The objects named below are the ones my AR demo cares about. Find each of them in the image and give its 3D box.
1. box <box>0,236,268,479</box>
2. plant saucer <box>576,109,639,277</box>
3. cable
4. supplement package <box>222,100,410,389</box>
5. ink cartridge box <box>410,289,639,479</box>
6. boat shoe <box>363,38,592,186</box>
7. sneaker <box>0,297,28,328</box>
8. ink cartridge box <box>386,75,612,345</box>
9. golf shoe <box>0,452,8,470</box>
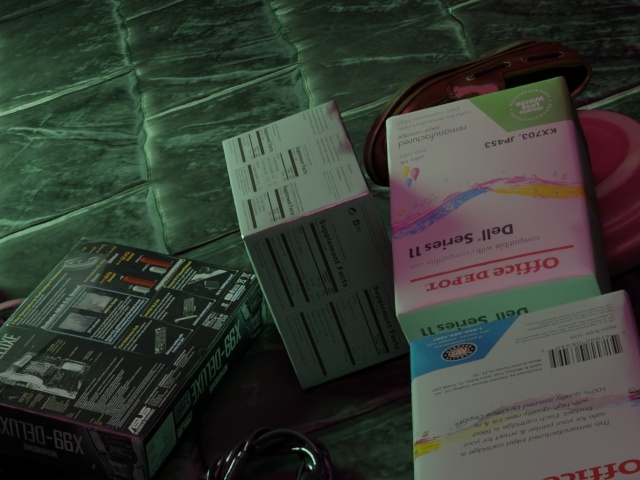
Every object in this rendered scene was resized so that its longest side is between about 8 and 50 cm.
[{"bbox_3d":[-0.231,0.127,1.835,0.242,0.076,0.307,11,38,20],"label":"box"},{"bbox_3d":[0.263,-0.057,1.904,0.332,0.084,0.332,-16,29,9],"label":"plant saucer"},{"bbox_3d":[-0.063,0.251,1.614,0.150,0.047,0.184,-16,30,18],"label":"cable"},{"bbox_3d":[0.000,0.000,1.842,0.145,0.204,0.262,-20,27,2],"label":"supplement package"},{"bbox_3d":[0.193,0.209,1.346,0.198,0.197,0.270,-14,28,10],"label":"ink cartridge box"},{"bbox_3d":[0.186,-0.154,1.920,0.307,0.110,0.104,-35,30,-27],"label":"boat shoe"},{"bbox_3d":[-0.395,0.147,1.995,0.222,0.083,0.118,-10,56,-14],"label":"sneaker"},{"bbox_3d":[0.184,0.011,1.688,0.207,0.119,0.353,-13,47,13],"label":"ink cartridge box"},{"bbox_3d":[-0.354,0.199,1.875,0.094,0.077,0.198,12,40,18],"label":"golf shoe"}]
